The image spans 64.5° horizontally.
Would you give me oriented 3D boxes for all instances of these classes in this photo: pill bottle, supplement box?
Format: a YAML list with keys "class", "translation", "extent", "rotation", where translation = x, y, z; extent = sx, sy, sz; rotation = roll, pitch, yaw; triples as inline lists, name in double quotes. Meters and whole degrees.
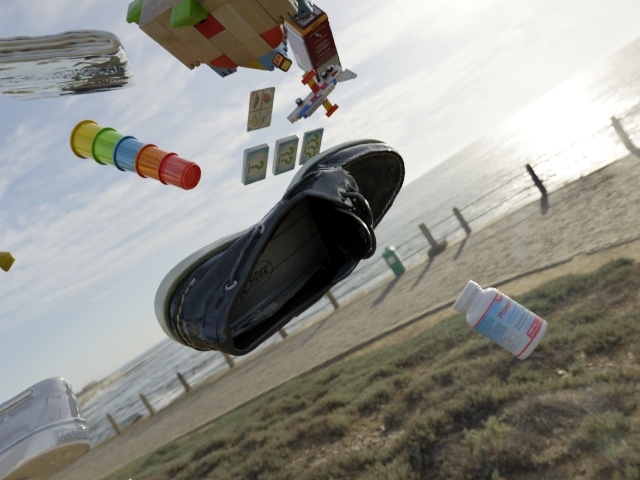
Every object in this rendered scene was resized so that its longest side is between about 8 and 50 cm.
- class: "pill bottle"
  translation: [0.339, 0.147, 0.970]
  extent: [0.087, 0.160, 0.087]
  rotation: [-51, -16, -20]
- class: "supplement box"
  translation: [-0.022, -0.492, 1.260]
  extent: [0.081, 0.104, 0.188]
  rotation: [-39, -27, -4]

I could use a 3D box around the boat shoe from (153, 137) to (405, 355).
- class: "boat shoe"
  translation: [-0.002, -0.003, 0.523]
  extent: [0.340, 0.127, 0.113]
  rotation: [-33, 29, -31]

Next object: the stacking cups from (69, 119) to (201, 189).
- class: "stacking cups"
  translation: [-0.409, -0.193, 1.130]
  extent: [0.096, 0.316, 0.096]
  rotation: [-51, -30, -44]

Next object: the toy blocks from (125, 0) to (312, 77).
- class: "toy blocks"
  translation: [-0.170, -0.452, 1.050]
  extent: [0.382, 0.190, 0.261]
  rotation: [-15, -27, 29]

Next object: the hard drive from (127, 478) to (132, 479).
- class: "hard drive"
  translation: [-0.342, 0.666, 1.048]
  extent: [0.040, 0.203, 0.307]
  rotation: [-23, 24, -26]

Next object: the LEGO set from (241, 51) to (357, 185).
- class: "LEGO set"
  translation: [-0.040, -0.205, 0.871]
  extent: [0.182, 0.060, 0.244]
  rotation: [-24, -35, -33]

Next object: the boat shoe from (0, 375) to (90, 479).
- class: "boat shoe"
  translation: [-0.250, 0.159, 0.372]
  extent: [0.184, 0.063, 0.066]
  rotation: [-34, -28, 18]

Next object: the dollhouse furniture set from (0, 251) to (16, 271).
- class: "dollhouse furniture set"
  translation: [-0.652, -0.116, 0.904]
  extent: [0.198, 0.286, 0.303]
  rotation: [-31, -32, -11]

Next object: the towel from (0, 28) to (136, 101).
- class: "towel"
  translation: [-0.380, -0.244, 0.726]
  extent: [0.209, 0.034, 0.285]
  rotation: [-11, 9, -14]
